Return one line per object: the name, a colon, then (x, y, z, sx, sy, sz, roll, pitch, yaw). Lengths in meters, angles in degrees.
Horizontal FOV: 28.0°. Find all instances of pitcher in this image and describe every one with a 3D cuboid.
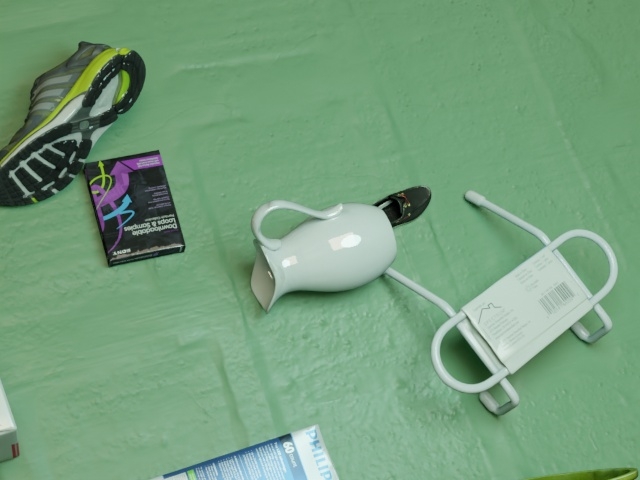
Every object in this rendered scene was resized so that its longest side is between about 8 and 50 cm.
pitcher: (0.000, 0.000, 1.851, 0.207, 0.178, 0.125, -17, 41, -16)

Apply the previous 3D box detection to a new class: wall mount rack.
wall mount rack: (0.257, 0.077, 1.908, 0.350, 0.130, 0.304, -34, 82, -23)

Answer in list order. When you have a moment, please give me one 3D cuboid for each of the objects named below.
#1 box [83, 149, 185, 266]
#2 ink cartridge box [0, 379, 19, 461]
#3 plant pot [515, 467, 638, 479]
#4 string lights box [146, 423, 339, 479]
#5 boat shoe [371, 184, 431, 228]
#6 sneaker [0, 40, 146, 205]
box: (-0.274, -0.048, 1.889, 0.116, 0.029, 0.162, -12, 72, -17)
ink cartridge box: (-0.470, 0.179, 1.677, 0.092, 0.158, 0.218, -16, 72, -18)
plant pot: (0.253, 0.495, 1.628, 0.366, 0.366, 0.353, -7, 81, -15)
string lights box: (-0.105, 0.354, 1.730, 0.259, 0.077, 0.133, -15, 72, -18)
boat shoe: (0.121, -0.050, 1.972, 0.133, 0.042, 0.049, -28, 73, -23)
sneaker: (-0.389, -0.174, 1.885, 0.121, 0.111, 0.300, 29, 70, 38)
